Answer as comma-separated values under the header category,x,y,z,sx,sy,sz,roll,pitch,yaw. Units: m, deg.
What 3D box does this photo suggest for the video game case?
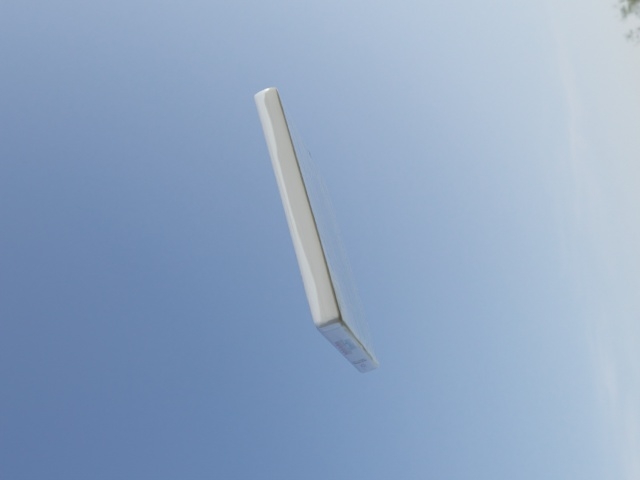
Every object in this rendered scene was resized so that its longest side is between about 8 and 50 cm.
category,x,y,z,sx,sy,sz,roll,pitch,yaw
video game case,0.000,0.000,0.699,0.206,0.026,0.227,57,-164,-66
